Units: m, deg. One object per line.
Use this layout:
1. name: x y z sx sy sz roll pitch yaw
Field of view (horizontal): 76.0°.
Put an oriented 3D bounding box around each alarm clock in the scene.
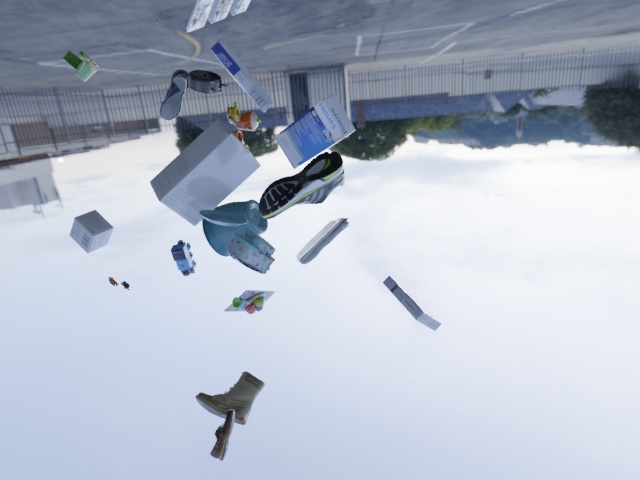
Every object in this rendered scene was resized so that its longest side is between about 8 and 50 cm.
1. alarm clock: -0.471 -0.631 1.606 0.191 0.064 0.129 17 -145 9

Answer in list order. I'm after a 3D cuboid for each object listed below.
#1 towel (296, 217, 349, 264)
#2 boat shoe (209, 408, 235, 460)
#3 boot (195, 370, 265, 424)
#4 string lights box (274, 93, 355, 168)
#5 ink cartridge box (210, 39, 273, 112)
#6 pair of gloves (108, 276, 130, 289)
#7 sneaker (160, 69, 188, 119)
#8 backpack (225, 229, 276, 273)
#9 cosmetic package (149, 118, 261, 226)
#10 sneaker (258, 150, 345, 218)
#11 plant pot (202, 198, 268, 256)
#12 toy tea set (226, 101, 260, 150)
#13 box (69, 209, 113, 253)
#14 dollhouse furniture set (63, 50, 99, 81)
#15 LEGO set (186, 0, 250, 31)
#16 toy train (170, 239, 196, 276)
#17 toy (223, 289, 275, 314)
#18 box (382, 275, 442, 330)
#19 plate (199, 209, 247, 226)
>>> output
1. towel: 0.000 0.000 1.417 0.209 0.034 0.285 -43 -174 -3
2. boat shoe: -0.357 0.705 1.492 0.060 0.178 0.064 14 172 2
3. boot: -0.394 0.665 1.794 0.261 0.095 0.204 11 -133 22
4. string lights box: -0.025 -0.351 1.349 0.259 0.133 0.076 -21 -165 46
5. ink cartridge box: -0.348 -0.737 1.840 0.071 0.324 0.330 -40 -157 7
6. pair of gloves: -0.805 0.171 1.640 0.083 0.010 0.074 27 -177 -39
7. sneaker: -0.665 -0.676 1.884 0.086 0.226 0.164 22 -145 -28
8. backpack: -0.290 0.039 1.684 0.188 0.145 0.165 26 -175 -46
9. cosmetic package: -0.460 -0.270 1.653 0.385 0.217 0.156 -42 -128 -1
10. sneaker: -0.049 -0.142 1.238 0.299 0.121 0.111 -28 -127 7
11. plant pot: -0.420 -0.084 2.111 0.255 0.272 0.272 -20 -167 20
12. toy tea set: -0.368 -0.500 2.020 0.124 0.337 0.200 0 -172 11
13. box: -0.808 -0.032 1.447 0.102 0.101 0.087 43 -145 4
14. dollhouse furniture set: -0.792 -0.579 1.382 0.076 0.058 0.151 -51 -179 -3
15. LEGO set: -0.156 -0.499 0.720 0.244 0.060 0.182 -37 -170 50
16. toy train: -0.662 0.090 1.982 0.080 0.184 0.105 -7 -154 3
17. toy: -0.283 0.270 1.719 0.056 0.137 0.237 53 -167 24
18. box: 0.303 0.208 1.356 0.145 0.038 0.186 33 -169 -44
19. plate: -0.377 -0.083 1.589 0.188 0.024 0.188 13 -166 -3
